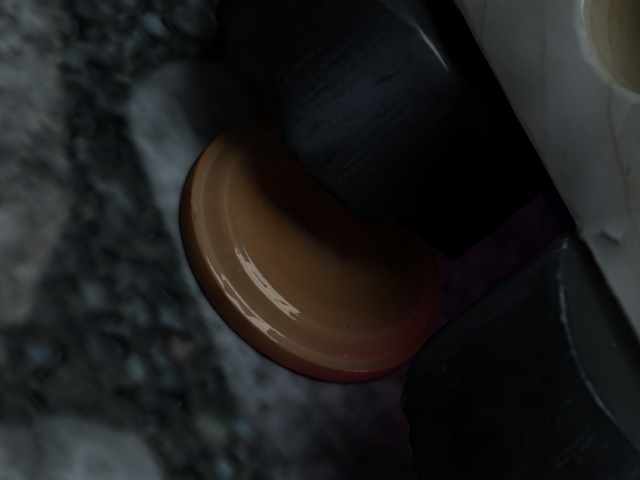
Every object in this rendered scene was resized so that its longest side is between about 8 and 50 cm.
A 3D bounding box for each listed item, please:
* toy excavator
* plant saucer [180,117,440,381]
[{"bbox_3d":[0.242,0.052,0.440,0.445,0.222,0.433,21,36,-44],"label":"toy excavator"},{"bbox_3d":[0.000,0.000,0.440,0.083,0.013,0.083,20,49,-25],"label":"plant saucer"}]
